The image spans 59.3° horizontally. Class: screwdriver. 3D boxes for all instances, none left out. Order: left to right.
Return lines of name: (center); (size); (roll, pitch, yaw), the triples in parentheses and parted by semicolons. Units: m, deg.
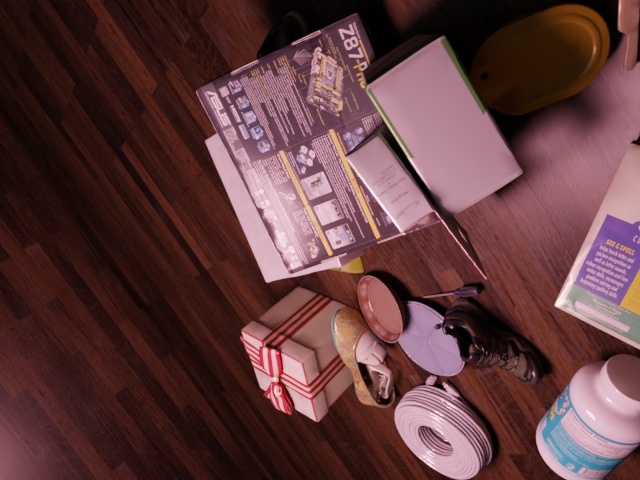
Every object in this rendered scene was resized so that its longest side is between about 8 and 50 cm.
screwdriver: (0.275, 0.111, 1.187); (0.024, 0.025, 0.170); (57, 153, -9)

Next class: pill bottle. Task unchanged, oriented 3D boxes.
pill bottle: (0.497, 0.314, 1.001); (0.146, 0.146, 0.264); (33, 140, 24)

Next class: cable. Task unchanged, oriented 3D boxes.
cable: (0.306, 0.483, 1.411); (0.257, 0.089, 0.257); (44, 144, 10)

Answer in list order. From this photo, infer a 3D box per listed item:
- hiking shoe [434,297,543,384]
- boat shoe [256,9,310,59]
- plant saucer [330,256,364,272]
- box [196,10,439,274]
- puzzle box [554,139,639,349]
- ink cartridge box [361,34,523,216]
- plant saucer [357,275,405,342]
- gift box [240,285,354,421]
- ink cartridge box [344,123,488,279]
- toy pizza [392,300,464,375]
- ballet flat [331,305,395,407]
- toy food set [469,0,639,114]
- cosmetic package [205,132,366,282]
hiking shoe: (0.334, 0.225, 1.130); (0.227, 0.114, 0.086); (39, 144, 17)
boat shoe: (-0.096, -0.363, 1.128); (0.080, 0.073, 0.223); (49, 145, 4)
plant saucer: (0.000, 0.000, 1.367); (0.188, 0.045, 0.189); (8, 126, 45)
box: (0.004, -0.164, 1.035); (0.318, 0.097, 0.395); (-20, 108, 18)
puzzle box: (0.553, 0.063, 0.729); (0.408, 0.052, 0.272); (30, 121, 29)
ink cartridge box: (0.160, -0.181, 0.813); (0.117, 0.278, 0.201); (-32, 106, 14)
plant saucer: (0.148, 0.158, 1.324); (0.168, 0.029, 0.169); (42, 143, 44)
gift box: (-0.060, 0.308, 1.521); (0.276, 0.258, 0.255); (13, 129, 41)
ink cartridge box: (0.142, -0.060, 0.847); (0.060, 0.275, 0.239); (-35, 96, 15)
toy pizza: (0.250, 0.222, 1.291); (0.201, 0.032, 0.201); (33, 140, 32)
ballet flat: (0.126, 0.307, 1.440); (0.123, 0.123, 0.349); (17, 138, 39)
toy food set: (0.304, -0.256, 0.754); (0.217, 0.071, 0.128); (-18, 125, 15)
cosmetic package: (-0.087, -0.107, 1.272); (0.284, 0.097, 0.378); (-14, 101, 51)
